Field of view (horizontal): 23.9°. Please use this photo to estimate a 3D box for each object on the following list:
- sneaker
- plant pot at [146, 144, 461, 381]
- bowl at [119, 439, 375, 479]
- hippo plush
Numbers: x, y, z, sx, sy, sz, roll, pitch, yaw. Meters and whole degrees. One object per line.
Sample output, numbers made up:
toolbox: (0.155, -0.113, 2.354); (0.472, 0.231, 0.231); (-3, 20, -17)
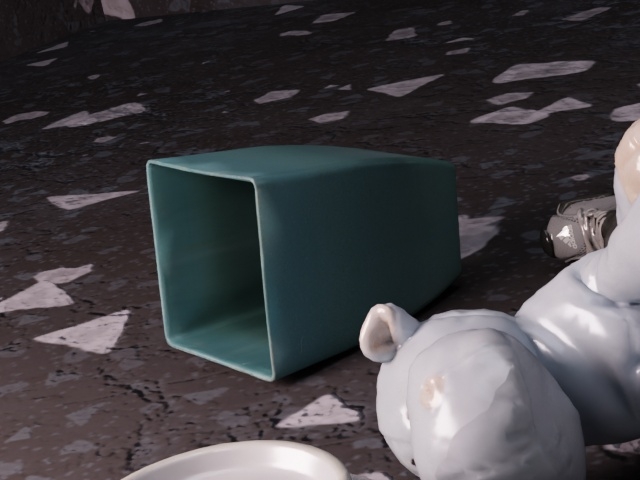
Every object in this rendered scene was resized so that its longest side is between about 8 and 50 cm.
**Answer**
sneaker: (0.241, 0.004, 1.275); (0.132, 0.086, 0.229); (-7, 7, 27)
plant pot: (0.000, 0.000, 1.301); (0.234, 0.165, 0.165); (-13, 16, -35)
bowl: (-0.042, 0.191, 0.757); (0.298, 0.134, 0.298); (-10, 18, 3)
hippo plush: (0.143, 0.052, 0.895); (0.237, 0.234, 0.294); (-13, 15, -3)
